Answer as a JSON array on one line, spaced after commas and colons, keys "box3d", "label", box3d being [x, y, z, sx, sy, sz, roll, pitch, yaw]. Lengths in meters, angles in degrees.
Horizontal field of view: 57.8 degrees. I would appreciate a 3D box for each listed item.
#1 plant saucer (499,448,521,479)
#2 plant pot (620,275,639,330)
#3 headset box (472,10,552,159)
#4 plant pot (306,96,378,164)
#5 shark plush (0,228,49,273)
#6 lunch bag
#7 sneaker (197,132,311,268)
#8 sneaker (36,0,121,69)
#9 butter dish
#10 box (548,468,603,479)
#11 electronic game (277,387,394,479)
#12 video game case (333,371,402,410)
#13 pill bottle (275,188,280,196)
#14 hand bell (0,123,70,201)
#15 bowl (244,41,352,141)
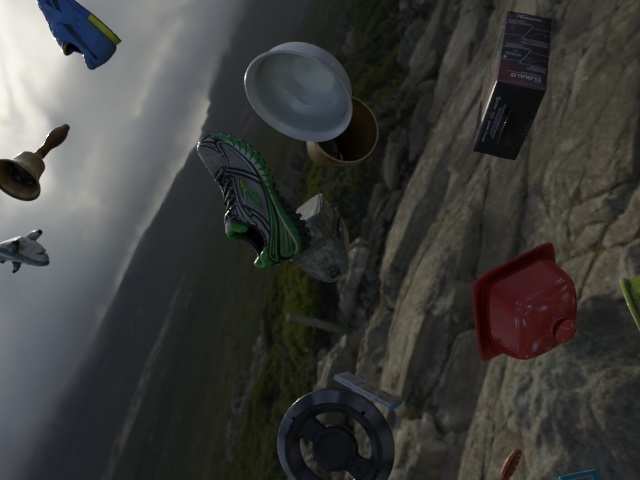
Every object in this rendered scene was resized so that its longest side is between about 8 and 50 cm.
[{"box3d": [0.426, 0.505, 1.303, 0.013, 0.083, 0.083, 25, 93, 36], "label": "plant saucer"}, {"box3d": [0.805, 0.157, 1.036, 0.353, 0.366, 0.366, -32, 29, 27], "label": "plant pot"}, {"box3d": [0.442, -0.349, 1.345, 0.218, 0.110, 0.293, 93, -167, -56], "label": "headset box"}, {"box3d": [0.047, -0.354, 2.037, 0.237, 0.237, 0.254, -70, 13, -14], "label": "plant pot"}, {"box3d": [-0.603, 0.035, 1.123, 0.073, 0.161, 0.067, -77, -31, -73], "label": "shark plush"}, {"box3d": [0.000, 0.000, 2.165, 0.213, 0.256, 0.305, -34, 16, 14], "label": "lunch bag"}, {"box3d": [-0.169, -0.091, 1.298, 0.146, 0.343, 0.134, -35, -3, -30], "label": "sneaker"}, {"box3d": [-0.430, -0.366, 0.958, 0.082, 0.209, 0.069, -49, -5, 0], "label": "sneaker"}, {"box3d": [0.314, 0.107, 0.838, 0.118, 0.160, 0.160, 36, 145, 56], "label": "butter dish"}, {"box3d": [0.526, 0.571, 1.301, 0.244, 0.101, 0.060, 110, 151, -58], "label": "box"}, {"box3d": [0.028, 0.398, 1.116, 0.229, 0.229, 0.048, -66, -10, 7], "label": "electronic game"}, {"box3d": [0.123, 0.383, 1.485, 0.015, 0.166, 0.119, -66, -21, 0], "label": "video game case"}, {"box3d": [-0.148, -0.091, 1.470, 0.184, 0.103, 0.103, 57, 132, 32], "label": "pill bottle"}, {"box3d": [-0.704, -0.223, 1.460, 0.126, 0.126, 0.242, -56, 13, 44], "label": "hand bell"}, {"box3d": [-0.039, -0.412, 1.524, 0.298, 0.298, 0.134, -49, 16, 57], "label": "bowl"}]
